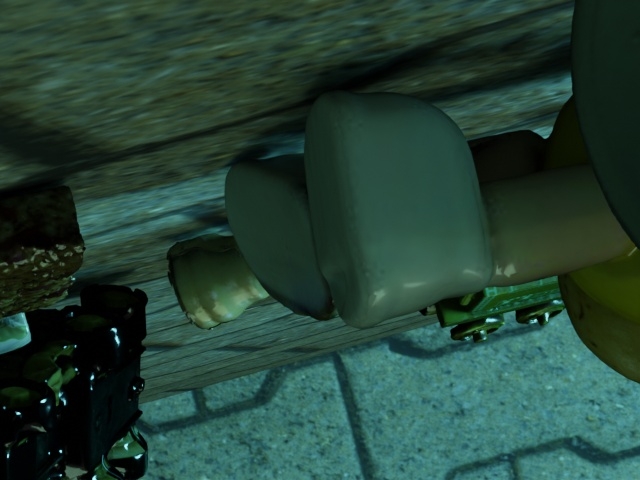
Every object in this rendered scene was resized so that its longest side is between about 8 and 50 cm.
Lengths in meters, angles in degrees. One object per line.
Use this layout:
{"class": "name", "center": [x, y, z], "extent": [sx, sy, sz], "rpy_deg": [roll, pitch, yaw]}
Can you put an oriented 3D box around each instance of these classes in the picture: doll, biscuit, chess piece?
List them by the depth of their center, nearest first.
{"class": "doll", "center": [0.164, -0.022, 0.822], "extent": [0.423, 0.161, 0.348], "rpy_deg": [-11, -165, -40]}
{"class": "biscuit", "center": [-0.146, 0.011, 0.854], "extent": [0.064, 0.034, 0.199], "rpy_deg": [-15, 175, -14]}
{"class": "chess piece", "center": [0.000, 0.001, 1.051], "extent": [0.172, 0.060, 0.060], "rpy_deg": [-19, 173, 17]}

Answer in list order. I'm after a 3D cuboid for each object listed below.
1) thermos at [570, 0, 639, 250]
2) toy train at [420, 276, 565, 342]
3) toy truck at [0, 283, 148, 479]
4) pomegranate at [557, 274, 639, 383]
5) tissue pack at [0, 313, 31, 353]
{"class": "thermos", "center": [0.167, -0.053, 0.554], "extent": [0.176, 0.146, 0.265], "rpy_deg": [-24, 177, 22]}
{"class": "toy train", "center": [0.194, 0.020, 1.584], "extent": [0.225, 0.090, 0.137], "rpy_deg": [-14, 167, -14]}
{"class": "toy truck", "center": [-0.184, 0.112, 1.104], "extent": [0.127, 0.127, 0.257], "rpy_deg": [7, -164, 6]}
{"class": "pomegranate", "center": [0.251, 0.015, 1.184], "extent": [0.196, 0.196, 0.196], "rpy_deg": [-15, 174, -2]}
{"class": "tissue pack", "center": [-0.205, 0.049, 1.024], "extent": [0.083, 0.042, 0.062], "rpy_deg": [-15, 174, -10]}
